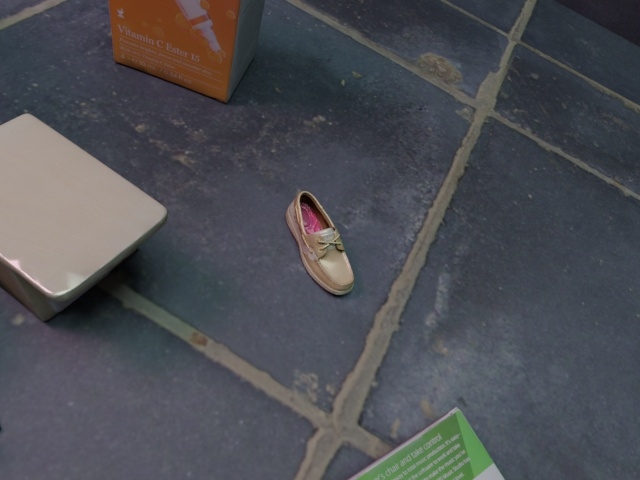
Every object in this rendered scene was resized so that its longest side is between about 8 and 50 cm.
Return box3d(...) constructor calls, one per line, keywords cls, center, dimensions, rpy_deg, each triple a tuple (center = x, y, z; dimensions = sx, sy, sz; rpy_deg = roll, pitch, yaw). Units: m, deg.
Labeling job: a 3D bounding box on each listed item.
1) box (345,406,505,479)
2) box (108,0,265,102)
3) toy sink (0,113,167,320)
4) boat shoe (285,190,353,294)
box3d(cls="box", center=(0.148, 0.376, 0.481), dimensions=(0.232, 0.059, 0.322), rpy_deg=(-18, 65, -29))
box3d(cls="box", center=(-0.202, -0.435, 0.741), dimensions=(0.214, 0.345, 0.169), rpy_deg=(19, 52, -4))
box3d(cls="toy sink", center=(-0.312, -0.012, 0.546), dimensions=(0.234, 0.131, 0.153), rpy_deg=(32, 52, 11))
box3d(cls="boat shoe", center=(0.000, 0.000, 0.688), dimensions=(0.062, 0.059, 0.170), rpy_deg=(-19, 64, -29))
